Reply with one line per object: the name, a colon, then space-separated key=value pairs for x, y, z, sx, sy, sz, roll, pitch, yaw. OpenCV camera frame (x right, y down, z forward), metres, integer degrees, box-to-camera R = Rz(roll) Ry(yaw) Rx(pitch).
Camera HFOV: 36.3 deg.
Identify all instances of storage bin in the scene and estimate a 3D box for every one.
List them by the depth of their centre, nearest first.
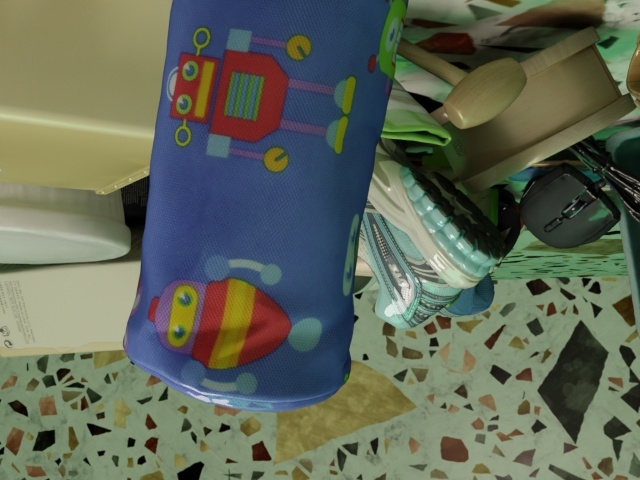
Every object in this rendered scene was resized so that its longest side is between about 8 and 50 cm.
storage bin: x=-0.252 y=-0.120 z=0.738 sx=0.262 sy=0.123 sz=0.260 roll=4 pitch=172 yaw=-31

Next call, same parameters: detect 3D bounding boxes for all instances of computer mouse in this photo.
computer mouse: x=0.252 y=-0.061 z=1.088 sx=0.184 sy=0.060 sz=0.262 roll=43 pitch=169 yaw=-4

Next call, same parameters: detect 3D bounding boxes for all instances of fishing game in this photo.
fishing game: x=0.323 y=-0.092 z=1.264 sx=0.189 sy=0.041 sz=0.264 roll=3 pitch=178 yaw=29

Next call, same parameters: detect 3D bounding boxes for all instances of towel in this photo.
towel: x=0.024 y=-0.123 z=0.755 sx=0.113 sy=0.023 sz=0.152 roll=2 pitch=-146 yaw=-31

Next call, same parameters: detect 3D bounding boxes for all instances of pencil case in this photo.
pencil case: x=-0.019 y=-0.069 z=0.489 sx=0.119 sy=0.306 sz=0.133 roll=11 pitch=-174 yaw=18

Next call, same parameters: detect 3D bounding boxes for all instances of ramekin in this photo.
ramekin: x=-0.329 y=-0.054 z=0.988 sx=0.273 sy=0.127 sz=0.273 roll=0 pitch=172 yaw=0

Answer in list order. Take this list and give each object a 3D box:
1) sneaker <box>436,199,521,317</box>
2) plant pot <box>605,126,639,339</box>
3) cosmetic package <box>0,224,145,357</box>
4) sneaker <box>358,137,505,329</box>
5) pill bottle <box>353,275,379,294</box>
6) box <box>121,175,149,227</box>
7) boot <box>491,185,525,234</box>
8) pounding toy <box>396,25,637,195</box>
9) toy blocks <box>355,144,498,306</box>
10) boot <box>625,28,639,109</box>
sneaker: x=0.211 y=0.018 z=1.383 sx=0.147 sy=0.129 sz=0.330 roll=5 pitch=153 yaw=23
plant pot: x=0.509 y=-0.025 z=1.068 sx=0.252 sy=0.247 sz=0.248 roll=-7 pitch=177 yaw=-34
cosmetic package: x=-0.226 y=0.053 z=1.169 sx=0.309 sy=0.113 sz=0.160 roll=-4 pitch=-163 yaw=18
sneaker: x=0.017 y=-0.046 z=0.810 sx=0.122 sy=0.283 sz=0.110 roll=-49 pitch=149 yaw=18
pill bottle: x=0.000 y=0.000 z=1.456 sx=0.283 sy=0.161 sz=0.161 roll=6 pitch=170 yaw=-39
box: x=-0.286 y=-0.067 z=1.214 sx=0.156 sy=0.093 sz=0.158 roll=-5 pitch=172 yaw=31
boot: x=0.190 y=-0.033 z=1.523 sx=0.244 sy=0.088 sz=0.176 roll=-11 pitch=168 yaw=18
pounding toy: x=0.154 y=-0.136 z=0.827 sx=0.154 sy=0.155 sz=0.269 roll=-29 pitch=-178 yaw=-1
toy blocks: x=0.034 y=-0.039 z=1.105 sx=0.261 sy=0.190 sz=0.381 roll=4 pitch=-169 yaw=21
boot: x=0.345 y=-0.128 z=0.794 sx=0.203 sy=0.095 sz=0.262 roll=-1 pitch=170 yaw=-2
